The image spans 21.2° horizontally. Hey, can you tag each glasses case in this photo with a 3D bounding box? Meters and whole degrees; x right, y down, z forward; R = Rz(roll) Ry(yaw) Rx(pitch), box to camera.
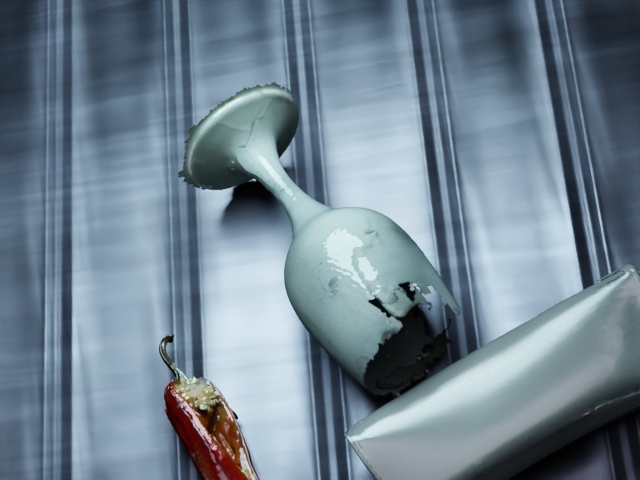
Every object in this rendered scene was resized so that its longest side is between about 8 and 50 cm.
[{"bbox_3d":[0.181,0.147,1.533,0.308,0.083,0.128,-29,65,-4],"label":"glasses case"}]

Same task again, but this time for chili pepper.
[{"bbox_3d":[-0.096,0.195,1.590,0.050,0.059,0.268,-49,58,28],"label":"chili pepper"}]

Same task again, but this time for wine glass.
[{"bbox_3d":[0.000,0.000,1.623,0.143,0.143,0.321,-34,63,-7],"label":"wine glass"}]
